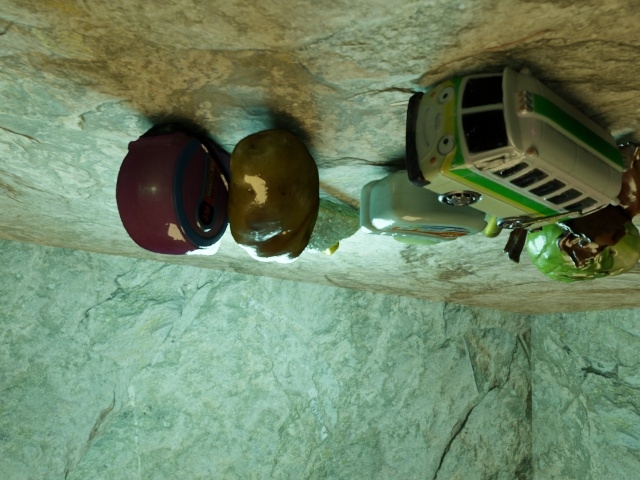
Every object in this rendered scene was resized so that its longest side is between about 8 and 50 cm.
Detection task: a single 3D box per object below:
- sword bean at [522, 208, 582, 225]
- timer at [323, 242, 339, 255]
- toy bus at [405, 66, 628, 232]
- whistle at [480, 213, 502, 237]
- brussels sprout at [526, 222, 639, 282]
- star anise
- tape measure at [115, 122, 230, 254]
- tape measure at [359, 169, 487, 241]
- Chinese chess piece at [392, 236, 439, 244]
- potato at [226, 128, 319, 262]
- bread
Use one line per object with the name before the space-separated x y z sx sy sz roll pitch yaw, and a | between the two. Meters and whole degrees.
sword bean | 0.340 -0.034 0.675 0.083 0.012 0.012 -14 157 36
timer | 0.000 0.000 1.343 0.107 0.109 0.107 45 165 16
toy bus | 0.281 -0.121 0.654 0.305 0.143 0.179 15 161 -33
whistle | 0.386 -0.074 0.984 0.067 0.057 0.326 3 166 12
brussels sprout | 0.580 0.001 1.027 0.223 0.161 0.223 5 143 4
star anise | 0.461 -0.040 0.827 0.237 0.148 0.346 -35 171 -28
tape measure | -0.261 -0.083 0.863 0.149 0.232 0.245 1 162 19
tape measure | 0.215 -0.073 0.926 0.243 0.125 0.246 3 171 -19
Chinese chess piece | 0.261 -0.029 1.227 0.144 0.059 0.144 7 168 2
potato | -0.090 -0.081 0.873 0.195 0.177 0.369 -17 158 -6
bread | -0.027 -0.027 1.171 0.286 0.056 0.207 11 136 -43
